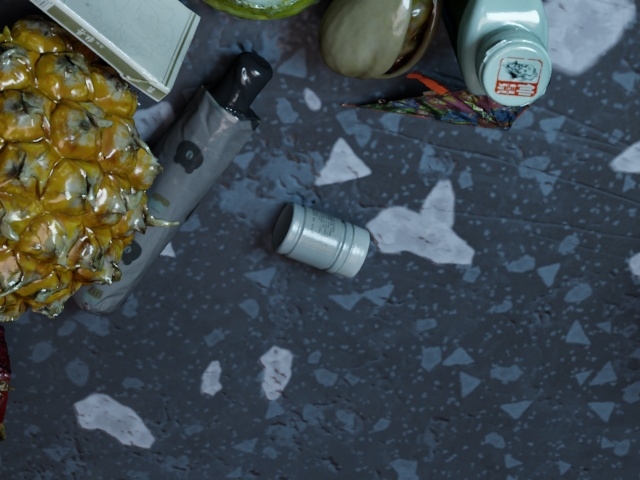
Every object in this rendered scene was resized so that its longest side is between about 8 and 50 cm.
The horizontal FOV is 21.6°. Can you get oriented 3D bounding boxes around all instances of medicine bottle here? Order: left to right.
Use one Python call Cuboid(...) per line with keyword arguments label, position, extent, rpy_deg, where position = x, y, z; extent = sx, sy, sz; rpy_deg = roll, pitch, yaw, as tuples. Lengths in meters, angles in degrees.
Cuboid(label="medicine bottle", position=(0.000, 0.000, 1.793), extent=(0.091, 0.058, 0.058), rpy_deg=(21, 118, -18))
Cuboid(label="medicine bottle", position=(0.163, -0.205, 1.579), extent=(0.083, 0.229, 0.121), rpy_deg=(1, 122, -5))

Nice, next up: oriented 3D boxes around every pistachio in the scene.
Cuboid(label="pistachio", position=(0.059, -0.214, 1.631), extent=(0.113, 0.113, 0.149), rpy_deg=(27, 129, -21))

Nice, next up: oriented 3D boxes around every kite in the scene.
Cuboid(label="kite", position=(0.137, -0.138, 1.703), extent=(0.232, 0.009, 0.189), rpy_deg=(-7, 161, 34))

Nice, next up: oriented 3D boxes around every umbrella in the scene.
Cuboid(label="umbrella", position=(-0.156, -0.057, 1.734), extent=(0.073, 0.067, 0.337), rpy_deg=(47, 114, 17))

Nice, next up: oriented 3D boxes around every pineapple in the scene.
Cuboid(label="pineapple", position=(-0.287, -0.007, 1.593), extent=(0.209, 0.286, 0.344), rpy_deg=(24, 122, 15))

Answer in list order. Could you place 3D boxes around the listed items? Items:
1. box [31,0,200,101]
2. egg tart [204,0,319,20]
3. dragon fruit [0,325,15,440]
Cuboid(label="box", position=(-0.207, -0.230, 1.595), extent=(0.198, 0.109, 0.029), rpy_deg=(39, 137, -25))
Cuboid(label="egg tart", position=(-0.045, -0.286, 1.596), extent=(0.197, 0.078, 0.197), rpy_deg=(-3, 125, -4))
Cuboid(label="dragon fruit", position=(-0.414, 0.155, 1.814), extent=(0.161, 0.127, 0.120), rpy_deg=(9, 113, -12))
